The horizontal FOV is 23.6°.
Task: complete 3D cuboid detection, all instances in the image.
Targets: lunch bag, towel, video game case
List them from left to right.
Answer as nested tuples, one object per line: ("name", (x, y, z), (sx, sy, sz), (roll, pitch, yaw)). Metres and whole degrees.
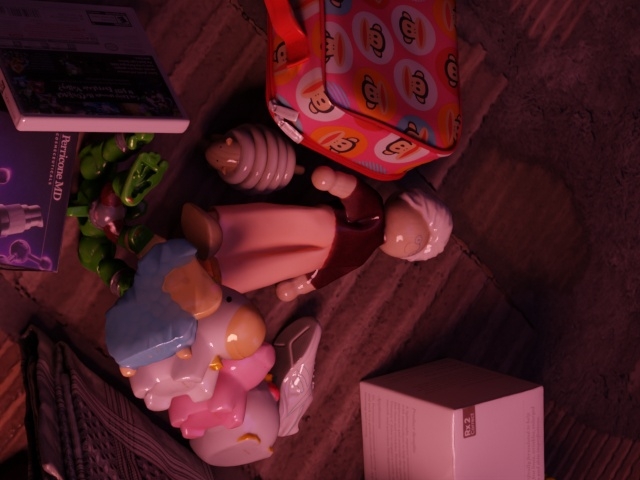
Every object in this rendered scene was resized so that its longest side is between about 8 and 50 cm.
("video game case", (-0.246, -0.177, 1.558), (0.190, 0.173, 0.022), (-2, 141, -37))
("towel", (-0.185, 0.259, 1.587), (0.056, 0.312, 0.324), (-37, 124, 12))
("lunch bag", (0.036, -0.232, 1.716), (0.258, 0.120, 0.293), (22, 57, -39))

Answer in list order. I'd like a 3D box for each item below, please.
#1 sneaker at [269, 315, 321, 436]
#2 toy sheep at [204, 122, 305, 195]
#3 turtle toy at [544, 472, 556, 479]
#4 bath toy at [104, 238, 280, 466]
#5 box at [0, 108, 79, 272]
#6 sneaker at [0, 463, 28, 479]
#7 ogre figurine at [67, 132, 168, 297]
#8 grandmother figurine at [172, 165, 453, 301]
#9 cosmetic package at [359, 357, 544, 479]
("sneaker", (-0.033, 0.164, 1.837), (0.061, 0.053, 0.152), (22, 90, -47))
("toy sheep", (-0.073, -0.091, 1.735), (0.132, 0.091, 0.091), (3, 96, -38))
("turtle toy", (0.250, 0.319, 2.054), (0.130, 0.095, 0.066), (-3, 78, -37))
("bath toy", (-0.117, 0.130, 1.648), (0.348, 0.151, 0.129), (66, 11, -60))
("box", (-0.358, -0.057, 1.503), (0.207, 0.108, 0.153), (10, 84, -38))
("sneaker", (-0.371, 0.276, 1.543), (0.132, 0.086, 0.229), (56, 37, -21))
("ogre figurine", (-0.216, -0.035, 1.618), (0.097, 0.118, 0.197), (-28, 115, -35))
("grandmother figurine", (0.000, 0.000, 1.765), (0.342, 0.208, 0.104), (-8, 61, -29))
("cosmetic package", (0.164, 0.247, 1.910), (0.151, 0.183, 0.151), (-11, 105, -35))
